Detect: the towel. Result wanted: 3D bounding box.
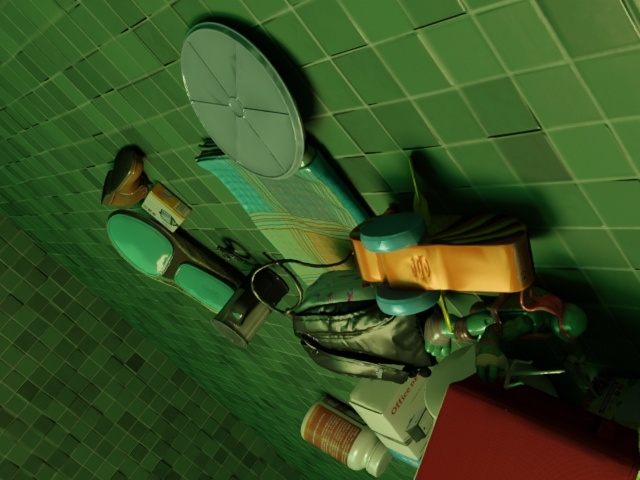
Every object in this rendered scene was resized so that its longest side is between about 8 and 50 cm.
[{"bbox_3d":[0.000,0.000,1.061,0.271,0.040,0.370,9,145,50],"label":"towel"}]

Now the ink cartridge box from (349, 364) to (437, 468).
[{"bbox_3d":[0.151,0.279,1.248,0.082,0.140,0.191,14,149,45],"label":"ink cartridge box"}]

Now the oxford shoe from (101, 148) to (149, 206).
[{"bbox_3d":[-0.344,-0.111,1.336,0.076,0.076,0.212,12,164,-22],"label":"oxford shoe"}]

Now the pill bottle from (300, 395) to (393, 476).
[{"bbox_3d":[0.069,0.481,1.789,0.216,0.121,0.121,25,155,27],"label":"pill bottle"}]

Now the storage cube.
[{"bbox_3d":[0.214,0.268,0.791,0.193,0.215,0.183,22,-175,22],"label":"storage cube"}]

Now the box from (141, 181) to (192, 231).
[{"bbox_3d":[-0.294,-0.060,1.392,0.081,0.028,0.136,41,160,-10],"label":"box"}]

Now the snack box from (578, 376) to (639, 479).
[{"bbox_3d":[0.433,0.240,0.851,0.174,0.070,0.207,45,157,-16],"label":"snack box"}]

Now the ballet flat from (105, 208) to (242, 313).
[{"bbox_3d":[-0.290,0.041,1.490,0.316,0.107,0.106,38,-165,-2],"label":"ballet flat"}]

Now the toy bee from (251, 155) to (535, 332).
[{"bbox_3d":[0.093,-0.003,0.821,0.298,0.162,0.195,15,120,18],"label":"toy bee"}]

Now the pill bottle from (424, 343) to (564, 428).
[{"bbox_3d":[0.280,0.291,1.031,0.181,0.181,0.323,4,140,53],"label":"pill bottle"}]

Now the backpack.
[{"bbox_3d":[0.057,0.105,0.976,0.182,0.115,0.152,-5,118,26],"label":"backpack"}]

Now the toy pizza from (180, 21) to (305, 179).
[{"bbox_3d":[-0.087,-0.161,0.852,0.201,0.032,0.201,34,147,26],"label":"toy pizza"}]

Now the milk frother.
[{"bbox_3d":[-0.157,0.097,1.353,0.143,0.135,0.129,27,155,23],"label":"milk frother"}]

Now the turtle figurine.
[{"bbox_3d":[0.230,0.106,0.833,0.175,0.118,0.234,9,174,-26],"label":"turtle figurine"}]
